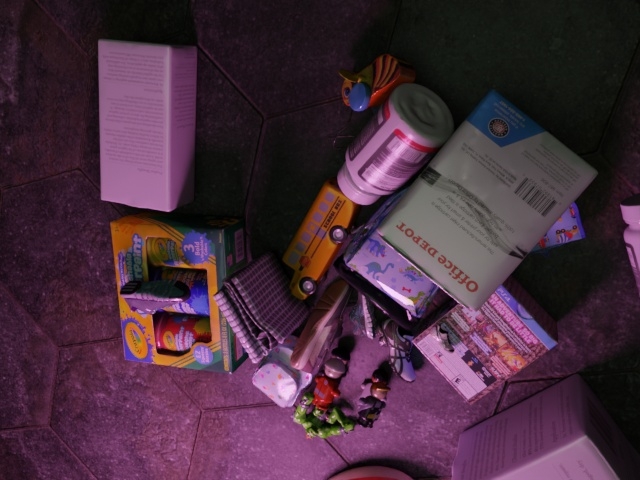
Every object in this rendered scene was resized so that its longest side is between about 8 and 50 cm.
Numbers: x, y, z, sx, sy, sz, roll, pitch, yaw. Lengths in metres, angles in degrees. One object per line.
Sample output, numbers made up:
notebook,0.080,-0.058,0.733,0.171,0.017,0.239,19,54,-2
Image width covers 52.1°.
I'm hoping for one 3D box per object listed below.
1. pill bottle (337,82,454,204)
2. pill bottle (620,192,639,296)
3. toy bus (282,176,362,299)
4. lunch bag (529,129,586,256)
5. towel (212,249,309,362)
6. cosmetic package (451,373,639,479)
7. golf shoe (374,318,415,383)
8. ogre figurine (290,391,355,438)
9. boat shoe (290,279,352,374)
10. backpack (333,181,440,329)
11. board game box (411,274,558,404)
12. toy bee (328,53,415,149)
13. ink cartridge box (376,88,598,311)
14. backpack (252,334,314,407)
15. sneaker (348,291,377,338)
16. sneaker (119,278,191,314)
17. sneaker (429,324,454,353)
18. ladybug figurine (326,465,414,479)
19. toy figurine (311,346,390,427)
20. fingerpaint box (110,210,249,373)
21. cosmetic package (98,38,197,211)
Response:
pill bottle,0.171,-0.224,1.625,0.176,0.176,0.318,46,139,2
pill bottle,0.811,0.029,1.532,0.161,0.161,0.284,-15,99,21
toy bus,0.000,0.000,1.822,0.130,0.108,0.333,33,112,7
lunch bag,0.513,-0.090,1.633,0.220,0.138,0.293,-19,110,19
towel,-0.154,0.170,1.826,0.121,0.283,0.235,-28,96,22
cosmetic package,0.590,0.620,1.677,0.393,0.329,0.327,-36,92,24
golf shoe,0.234,0.310,1.848,0.093,0.077,0.198,-26,96,23
ogre figurine,0.000,0.539,1.979,0.197,0.097,0.118,25,127,-36
boat shoe,0.017,0.249,1.865,0.092,0.102,0.285,33,81,-21
backpack,0.233,0.016,1.694,0.290,0.273,0.356,40,95,8
board game box,0.432,0.243,1.727,0.291,0.141,0.232,-43,89,23
toy bee,0.104,-0.387,1.652,0.298,0.195,0.162,-27,64,27
ink cartridge box,0.354,-0.085,1.456,0.285,0.166,0.395,40,99,4
backpack,-0.099,0.385,1.943,0.165,0.144,0.188,39,112,8
sneaker,0.114,0.203,1.868,0.076,0.065,0.167,-3,102,24
sneaker,-0.460,0.168,1.874,0.223,0.083,0.098,2,127,21
sneaker,0.318,0.251,1.673,0.083,0.032,0.037,47,114,1
ladybug figurine,0.124,0.860,1.989,0.449,0.162,0.305,-38,90,23
toy figurine,0.093,0.410,1.854,0.209,0.213,0.148,22,94,8
fingerpaint box,-0.414,0.151,1.971,0.370,0.163,0.446,4,106,18
cosmetic package,-0.488,-0.331,1.864,0.229,0.161,0.454,10,108,15
